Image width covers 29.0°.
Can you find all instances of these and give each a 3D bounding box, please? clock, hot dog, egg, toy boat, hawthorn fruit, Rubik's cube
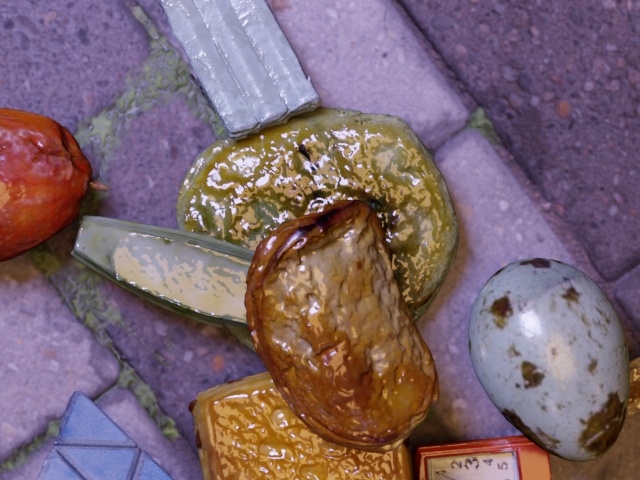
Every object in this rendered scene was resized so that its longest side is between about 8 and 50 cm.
[{"bbox_3d":[0.184,0.281,1.410,0.155,0.061,0.113,-5,90,0],"label":"clock"},{"bbox_3d":[0.021,0.091,1.285,0.175,0.114,0.259,-27,103,-30],"label":"hot dog"},{"bbox_3d":[0.254,0.130,1.355,0.169,0.169,0.231,-22,77,-3],"label":"egg"},{"bbox_3d":[-0.131,0.041,1.341,0.293,0.055,0.093,18,94,-1],"label":"toy boat"},{"bbox_3d":[-0.344,-0.064,1.343,0.179,0.173,0.173,-33,91,-29],"label":"hawthorn fruit"},{"bbox_3d":[-0.238,0.332,1.315,0.228,0.233,0.229,-43,116,-24],"label":"Rubik's cube"}]

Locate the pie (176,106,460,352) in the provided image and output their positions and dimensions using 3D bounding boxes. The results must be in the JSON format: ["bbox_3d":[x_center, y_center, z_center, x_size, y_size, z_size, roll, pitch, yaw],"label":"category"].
[{"bbox_3d":[0.000,0.000,1.396,0.323,0.070,0.323,0,92,-1],"label":"pie"}]

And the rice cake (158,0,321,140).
[{"bbox_3d":[-0.095,-0.221,1.388,0.124,0.038,0.211,-23,76,-1],"label":"rice cake"}]

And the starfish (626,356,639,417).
[{"bbox_3d":[0.541,0.192,1.418,0.432,0.082,0.324,-33,90,-1],"label":"starfish"}]

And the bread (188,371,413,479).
[{"bbox_3d":[-0.015,0.244,1.382,0.235,0.099,0.210,-12,88,2],"label":"bread"}]
